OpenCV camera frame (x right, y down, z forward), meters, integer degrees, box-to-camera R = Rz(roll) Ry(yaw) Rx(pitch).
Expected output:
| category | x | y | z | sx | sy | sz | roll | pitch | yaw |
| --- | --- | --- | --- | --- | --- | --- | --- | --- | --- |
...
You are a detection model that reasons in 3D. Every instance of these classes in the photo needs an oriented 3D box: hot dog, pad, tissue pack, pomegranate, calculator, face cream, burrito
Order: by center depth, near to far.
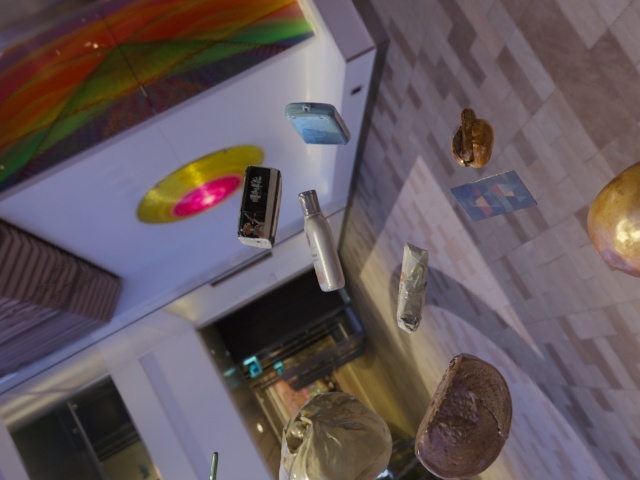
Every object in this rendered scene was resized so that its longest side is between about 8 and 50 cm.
| category | x | y | z | sx | sy | sz | roll | pitch | yaw |
| --- | --- | --- | --- | --- | --- | --- | --- | --- | --- |
| hot dog | 0.314 | -0.212 | 1.339 | 0.089 | 0.140 | 0.060 | -4 | 143 | 38 |
| burrito | 0.201 | 0.104 | 1.419 | 0.064 | 0.064 | 0.203 | -138 | 51 | -72 |
| tissue pack | -0.138 | -0.075 | 1.483 | 0.103 | 0.090 | 0.170 | 96 | -178 | -78 |
| calculator | -0.004 | -0.265 | 1.490 | 0.210 | 0.121 | 0.039 | 41 | -126 | -69 |
| pomegranate | 0.854 | -0.037 | 1.627 | 0.338 | 0.338 | 0.338 | 60 | 174 | 11 |
| face cream | 0.000 | 0.000 | 1.852 | 0.144 | 0.071 | 0.291 | 167 | 88 | -78 |
| pad | 0.494 | -0.125 | 1.863 | 0.211 | 0.003 | 0.143 | -17 | 125 | 44 |

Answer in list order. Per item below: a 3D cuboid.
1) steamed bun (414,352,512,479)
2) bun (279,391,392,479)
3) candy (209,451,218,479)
| category | x | y | z | sx | sy | sz | roll | pitch | yaw |
| --- | --- | --- | --- | --- | --- | --- | --- | --- | --- |
| steamed bun | 0.363 | 0.438 | 1.592 | 0.199 | 0.301 | 0.251 | 26 | 172 | 13 |
| bun | 0.015 | 0.559 | 1.757 | 0.213 | 0.361 | 0.361 | 53 | 178 | -25 |
| candy | -0.283 | 0.692 | 1.638 | 0.097 | 0.097 | 0.324 | -169 | 85 | -82 |
